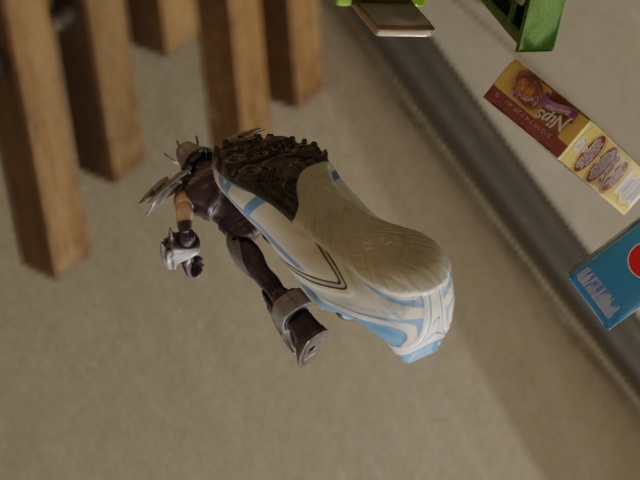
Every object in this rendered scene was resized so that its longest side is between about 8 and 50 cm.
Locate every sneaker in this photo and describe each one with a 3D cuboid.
[{"bbox_3d":[0.000,0.000,1.218,0.085,0.086,0.237,-18,-140,-31],"label":"sneaker"}]

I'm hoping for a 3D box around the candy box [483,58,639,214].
[{"bbox_3d":[0.244,-0.099,1.761,0.053,0.187,0.109,-51,-122,8],"label":"candy box"}]

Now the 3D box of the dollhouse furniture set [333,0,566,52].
[{"bbox_3d":[0.132,-0.342,1.677,0.198,0.301,0.151,-2,-148,-20],"label":"dollhouse furniture set"}]

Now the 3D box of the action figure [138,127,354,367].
[{"bbox_3d":[-0.075,-0.006,1.959,0.185,0.099,0.285,-38,-108,-10],"label":"action figure"}]

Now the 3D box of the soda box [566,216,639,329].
[{"bbox_3d":[0.337,-0.004,1.725,0.210,0.067,0.071,-36,178,6],"label":"soda box"}]
